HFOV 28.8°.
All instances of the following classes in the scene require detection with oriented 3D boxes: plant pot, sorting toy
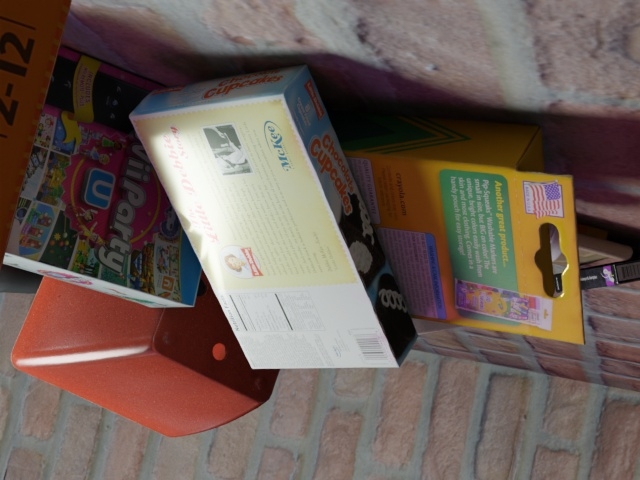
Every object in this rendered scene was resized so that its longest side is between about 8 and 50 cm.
[{"bbox_3d":[-0.169,0.083,1.530,0.267,0.267,0.235,32,158,-34],"label":"plant pot"},{"bbox_3d":[0.266,-0.007,1.573,0.193,0.038,0.208,14,174,-10],"label":"sorting toy"}]

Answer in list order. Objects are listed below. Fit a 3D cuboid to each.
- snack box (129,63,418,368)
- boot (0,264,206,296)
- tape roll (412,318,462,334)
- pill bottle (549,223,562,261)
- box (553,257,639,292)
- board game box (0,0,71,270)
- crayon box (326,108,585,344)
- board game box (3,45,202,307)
[{"bbox_3d":[-0.043,-0.012,1.244,0.187,0.060,0.322,-4,123,33],"label":"snack box"},{"bbox_3d":[-0.297,0.057,1.700,0.445,0.146,0.367,17,-146,-50],"label":"boot"},{"bbox_3d":[0.058,0.121,2.039,0.392,0.072,0.392,-7,180,0],"label":"tape roll"},{"bbox_3d":[0.183,-0.029,1.363,0.169,0.094,0.094,15,170,-13],"label":"pill bottle"},{"bbox_3d":[0.382,0.040,1.577,0.116,0.029,0.162,-9,176,-18],"label":"box"},{"bbox_3d":[-0.364,-0.124,0.750,0.356,0.357,0.356,16,169,-21],"label":"board game box"},{"bbox_3d":[0.112,-0.018,1.248,0.323,0.083,0.203,8,129,26],"label":"crayon box"},{"bbox_3d":[-0.256,-0.073,1.290,0.303,0.224,0.097,19,165,-36],"label":"board game box"}]
